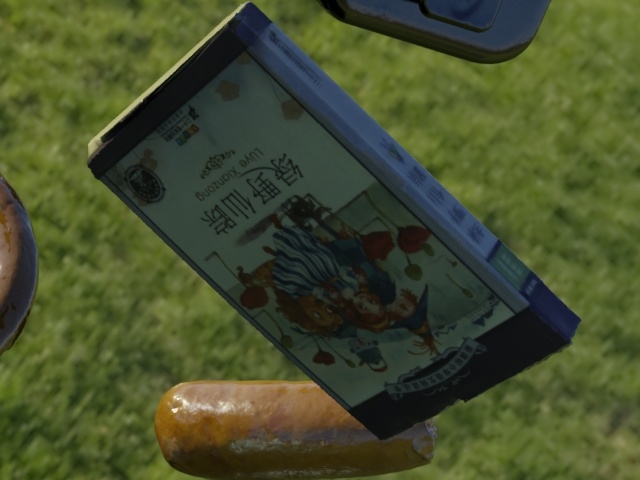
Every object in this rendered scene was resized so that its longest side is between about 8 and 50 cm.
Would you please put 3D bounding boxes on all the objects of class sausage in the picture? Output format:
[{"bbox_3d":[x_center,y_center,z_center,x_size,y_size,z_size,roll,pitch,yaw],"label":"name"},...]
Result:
[{"bbox_3d":[-0.024,0.180,1.740,0.270,0.109,0.109,-2,31,4],"label":"sausage"}]

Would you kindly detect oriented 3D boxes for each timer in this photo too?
[{"bbox_3d":[0.089,-0.191,0.984,0.144,0.187,0.055,12,19,-34],"label":"timer"}]

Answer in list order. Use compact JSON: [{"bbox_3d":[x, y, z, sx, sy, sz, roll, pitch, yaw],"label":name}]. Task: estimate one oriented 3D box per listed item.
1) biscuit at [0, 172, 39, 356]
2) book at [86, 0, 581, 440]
[{"bbox_3d":[-0.332,0.007,1.323,0.262,0.037,0.262,6,52,-8],"label":"biscuit"},{"bbox_3d":[0.000,0.001,0.929,0.231,0.157,0.026,43,48,-11],"label":"book"}]
